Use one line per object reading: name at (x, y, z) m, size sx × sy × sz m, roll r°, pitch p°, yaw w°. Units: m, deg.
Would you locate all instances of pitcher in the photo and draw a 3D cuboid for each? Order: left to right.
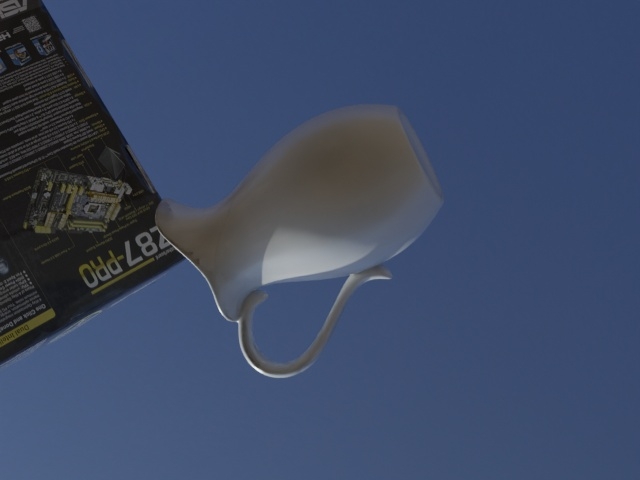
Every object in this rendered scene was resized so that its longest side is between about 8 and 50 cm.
pitcher at (0.000, 0.000, 1.039) m, size 0.207 × 0.125 × 0.178 m, roll -27°, pitch -80°, yaw 11°

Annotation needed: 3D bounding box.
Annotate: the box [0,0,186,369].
box at (-0.352, -0.028, 1.160) m, size 0.395 × 0.097 × 0.318 m, roll -32°, pitch -91°, yaw -36°
